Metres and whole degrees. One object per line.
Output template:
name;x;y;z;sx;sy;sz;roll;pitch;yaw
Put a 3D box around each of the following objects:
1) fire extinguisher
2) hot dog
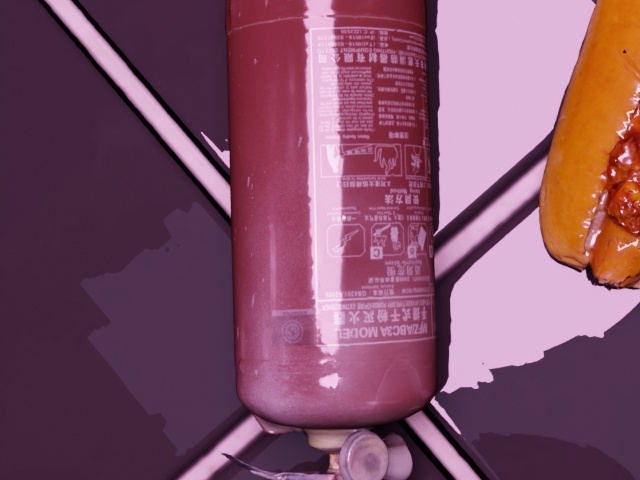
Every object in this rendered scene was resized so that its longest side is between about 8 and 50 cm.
fire extinguisher;0.000;0.000;0.571;0.104;0.105;0.269;-1;88;9
hot dog;0.172;-0.096;0.561;0.102;0.076;0.249;26;92;13
